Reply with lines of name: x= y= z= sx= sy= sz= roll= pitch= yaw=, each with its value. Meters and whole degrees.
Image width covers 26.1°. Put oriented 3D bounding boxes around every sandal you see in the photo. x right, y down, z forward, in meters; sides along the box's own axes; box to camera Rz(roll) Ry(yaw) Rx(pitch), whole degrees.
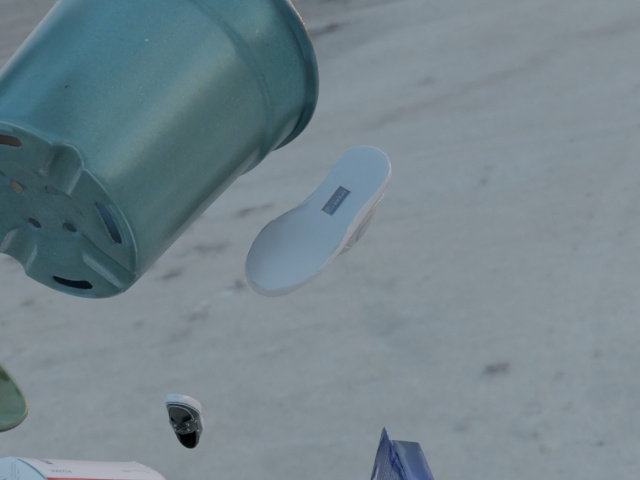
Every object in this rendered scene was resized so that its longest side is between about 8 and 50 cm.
sandal: x=-0.578 y=0.178 z=2.210 sx=0.120 sy=0.303 sz=0.086 roll=-36 pitch=3 yaw=-35

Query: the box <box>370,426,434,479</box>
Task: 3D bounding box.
box: x=0.083 y=0.289 z=1.338 sx=0.036 sy=0.136 sz=0.225 roll=7 pitch=20 yaw=-12

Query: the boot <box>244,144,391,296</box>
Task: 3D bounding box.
boot: x=0.000 y=0.000 z=1.734 sx=0.095 sy=0.123 sz=0.258 roll=36 pitch=61 yaw=17

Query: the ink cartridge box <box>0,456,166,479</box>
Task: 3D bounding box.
ink cartridge box: x=-0.254 y=0.264 z=1.550 sx=0.232 sy=0.066 sz=0.189 roll=-21 pitch=-22 yaw=34

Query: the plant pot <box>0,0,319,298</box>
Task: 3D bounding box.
plant pot: x=-0.225 y=-0.134 z=1.562 sx=0.341 sy=0.341 sz=0.334 roll=0 pitch=40 yaw=36

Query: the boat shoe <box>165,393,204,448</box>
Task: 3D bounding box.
boat shoe: x=-0.193 y=0.259 z=1.982 sx=0.049 sy=0.040 sz=0.142 roll=3 pitch=-26 yaw=9
